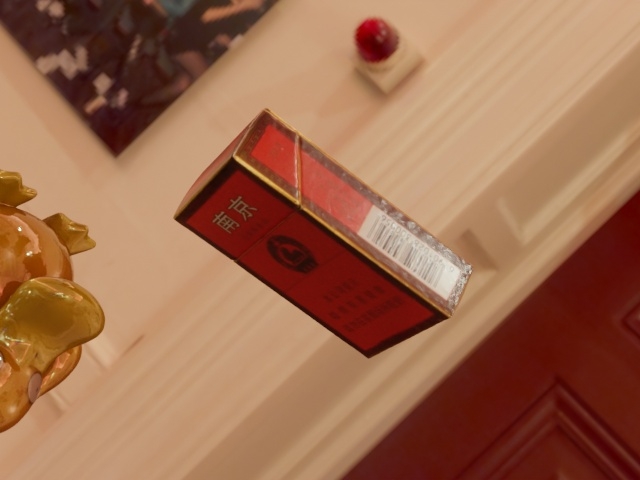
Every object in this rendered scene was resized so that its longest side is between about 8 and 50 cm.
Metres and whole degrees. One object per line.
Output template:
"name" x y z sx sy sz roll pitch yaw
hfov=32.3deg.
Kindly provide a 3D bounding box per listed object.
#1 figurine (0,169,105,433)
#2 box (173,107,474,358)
"figurine" -0.313 0.066 1.067 0.215 0.215 0.228 45 11 -44
"box" 0.000 0.001 1.008 0.240 0.074 0.153 37 -28 -11
